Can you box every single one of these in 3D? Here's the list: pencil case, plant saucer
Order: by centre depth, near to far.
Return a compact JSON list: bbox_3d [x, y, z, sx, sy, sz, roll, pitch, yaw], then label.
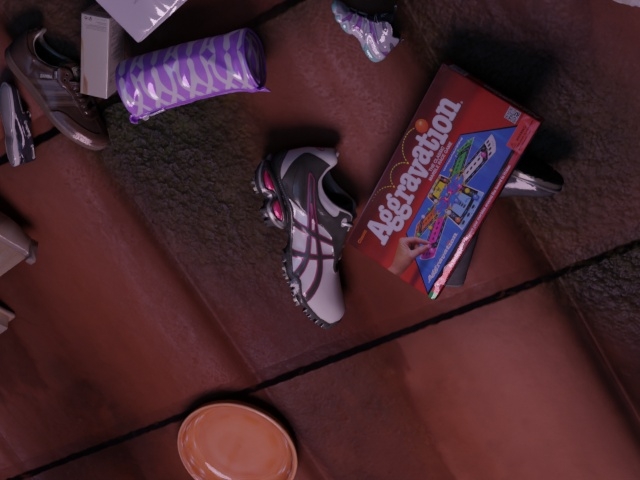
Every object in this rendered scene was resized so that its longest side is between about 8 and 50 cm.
[{"bbox_3d":[-0.171,-0.216,1.443,0.206,0.086,0.088,-12,80,21],"label":"pencil case"},{"bbox_3d":[-0.131,0.333,1.766,0.200,0.037,0.200,6,120,10],"label":"plant saucer"}]

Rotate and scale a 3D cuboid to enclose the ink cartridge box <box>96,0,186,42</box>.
[{"bbox_3d":[-0.245,-0.395,1.298,0.117,0.201,0.278,-38,105,29],"label":"ink cartridge box"}]

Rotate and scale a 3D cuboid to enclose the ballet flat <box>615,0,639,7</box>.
[{"bbox_3d":[0.313,-0.426,1.185,0.147,0.147,0.409,-12,115,20],"label":"ballet flat"}]

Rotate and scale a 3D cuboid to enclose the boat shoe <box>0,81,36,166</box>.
[{"bbox_3d":[-0.430,-0.167,1.564,0.046,0.038,0.125,27,126,49],"label":"boat shoe"}]

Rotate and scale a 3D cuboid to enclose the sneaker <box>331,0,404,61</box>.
[{"bbox_3d":[0.066,-0.280,1.383,0.069,0.038,0.098,-35,115,26],"label":"sneaker"}]

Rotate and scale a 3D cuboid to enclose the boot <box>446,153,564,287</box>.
[{"bbox_3d":[0.207,-0.025,1.464,0.189,0.076,0.208,22,115,18],"label":"boot"}]

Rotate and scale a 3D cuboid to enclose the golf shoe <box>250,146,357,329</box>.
[{"bbox_3d":[0.000,0.000,1.516,0.120,0.105,0.273,-14,115,12],"label":"golf shoe"}]

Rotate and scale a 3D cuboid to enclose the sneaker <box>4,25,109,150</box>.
[{"bbox_3d":[-0.349,-0.208,1.505,0.071,0.066,0.188,-35,106,26],"label":"sneaker"}]

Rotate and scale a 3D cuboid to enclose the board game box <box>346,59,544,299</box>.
[{"bbox_3d":[0.155,-0.073,1.412,0.145,0.027,0.281,34,117,13],"label":"board game box"}]

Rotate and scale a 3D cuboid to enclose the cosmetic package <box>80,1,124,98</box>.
[{"bbox_3d":[-0.292,-0.255,1.470,0.041,0.060,0.115,13,119,8],"label":"cosmetic package"}]

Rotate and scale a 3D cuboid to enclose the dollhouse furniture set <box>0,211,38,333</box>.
[{"bbox_3d":[-0.522,-0.059,1.640,0.303,0.174,0.355,-31,131,26],"label":"dollhouse furniture set"}]
